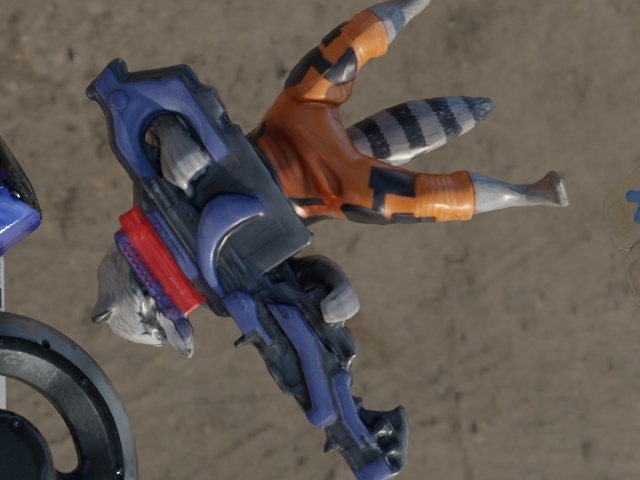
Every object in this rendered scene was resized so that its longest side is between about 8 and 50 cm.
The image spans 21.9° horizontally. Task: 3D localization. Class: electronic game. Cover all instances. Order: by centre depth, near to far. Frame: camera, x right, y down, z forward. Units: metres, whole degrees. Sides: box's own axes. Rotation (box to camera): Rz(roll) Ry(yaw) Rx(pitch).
[{"bbox_3d":[-0.229,0.162,1.146,0.229,0.048,0.229,9,74,-34],"label":"electronic game"}]

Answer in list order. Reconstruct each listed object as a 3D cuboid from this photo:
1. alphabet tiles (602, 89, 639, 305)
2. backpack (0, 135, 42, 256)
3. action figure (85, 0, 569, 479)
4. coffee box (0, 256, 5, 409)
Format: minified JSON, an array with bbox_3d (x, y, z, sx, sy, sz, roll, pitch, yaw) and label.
[{"bbox_3d":[0.321,-0.039,1.203,0.021,0.278,0.284,15,48,-37],"label":"alphabet tiles"},{"bbox_3d":[-0.184,-0.032,0.674,0.101,0.098,0.120,-38,92,-13],"label":"backpack"},{"bbox_3d":[0.000,0.000,1.159,0.341,0.330,0.178,64,-1,-3],"label":"action figure"},{"bbox_3d":[-0.437,0.148,1.775,0.119,0.168,0.297,36,35,-46],"label":"coffee box"}]
